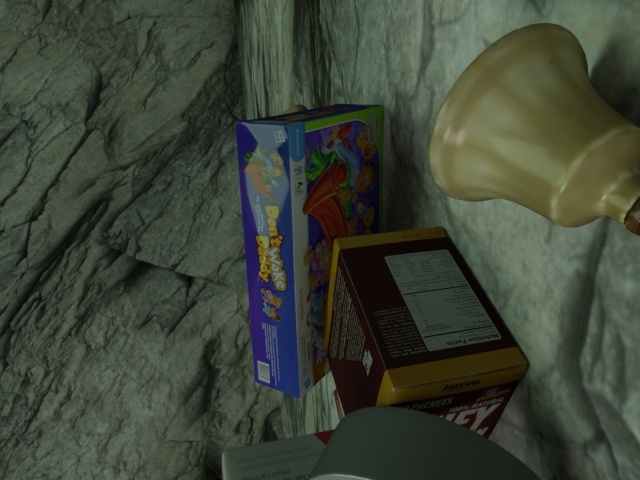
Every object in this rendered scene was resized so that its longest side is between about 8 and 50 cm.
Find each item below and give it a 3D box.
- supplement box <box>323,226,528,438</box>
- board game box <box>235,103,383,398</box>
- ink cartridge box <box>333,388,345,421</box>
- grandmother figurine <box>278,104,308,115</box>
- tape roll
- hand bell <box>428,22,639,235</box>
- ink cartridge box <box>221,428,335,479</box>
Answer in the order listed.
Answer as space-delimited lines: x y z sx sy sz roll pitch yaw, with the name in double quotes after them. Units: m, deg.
0.093 0.124 0.573 0.194 0.129 0.191 -110 18 -46 "supplement box"
0.000 0.000 0.718 0.078 0.233 0.347 11 113 30 "board game box"
0.081 0.217 0.737 0.135 0.099 0.056 107 154 -62 "ink cartridge box"
-0.003 -0.134 0.968 0.208 0.104 0.342 58 -175 -43 "grandmother figurine"
0.093 0.247 0.454 0.072 0.219 0.219 -49 -27 -44 "tape roll"
0.178 -0.010 0.268 0.242 0.126 0.126 52 149 42 "hand bell"
0.038 0.443 0.643 0.384 0.279 0.160 -113 23 -51 "ink cartridge box"
